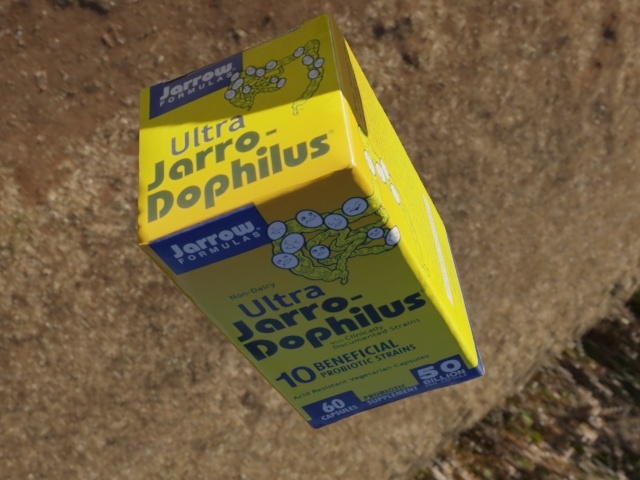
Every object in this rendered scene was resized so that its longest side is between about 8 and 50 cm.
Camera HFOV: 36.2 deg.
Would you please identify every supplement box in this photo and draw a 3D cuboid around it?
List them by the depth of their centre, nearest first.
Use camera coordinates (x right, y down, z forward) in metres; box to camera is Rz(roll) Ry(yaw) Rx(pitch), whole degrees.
[{"bbox_3d":[0.000,0.000,0.938,0.194,0.195,0.356,-21,138,14],"label":"supplement box"}]
